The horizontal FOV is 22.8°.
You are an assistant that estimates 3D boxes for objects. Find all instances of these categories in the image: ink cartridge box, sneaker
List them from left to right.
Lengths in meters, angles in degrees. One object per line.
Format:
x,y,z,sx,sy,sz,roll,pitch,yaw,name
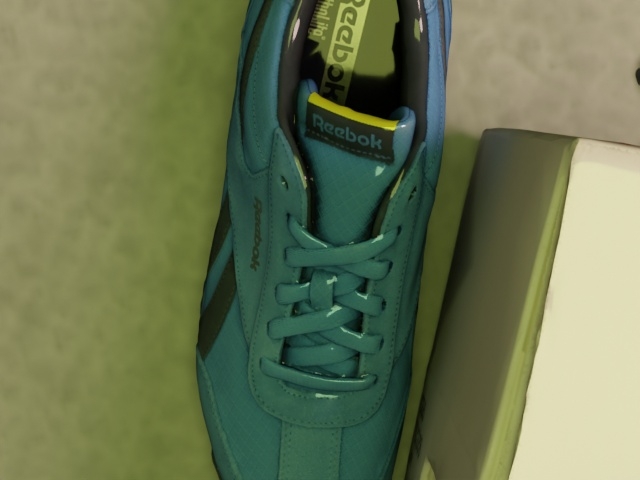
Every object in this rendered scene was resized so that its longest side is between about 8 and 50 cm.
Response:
0.000,0.000,0.475,0.069,0.082,0.209,6,96,-3,sneaker
0.147,0.072,0.435,0.232,0.171,0.168,11,94,-2,ink cartridge box
